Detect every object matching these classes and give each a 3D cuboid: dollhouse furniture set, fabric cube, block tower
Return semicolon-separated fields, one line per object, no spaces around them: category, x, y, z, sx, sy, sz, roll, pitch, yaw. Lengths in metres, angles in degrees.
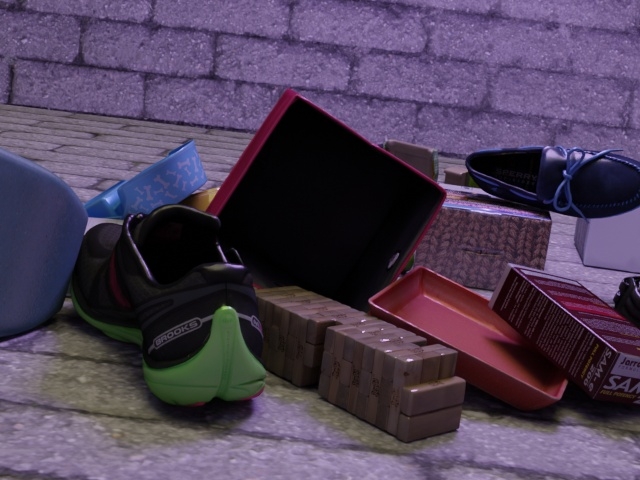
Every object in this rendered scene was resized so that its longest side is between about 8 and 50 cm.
dollhouse furniture set;0.281;-0.101;2.333;0.151;0.197;0.302;-5;17;-40
fabric cube;-0.007;-0.046;1.562;0.259;0.254;0.258;32;5;-9
block tower;0.024;0.136;1.306;0.097;0.090;0.335;-3;16;-42

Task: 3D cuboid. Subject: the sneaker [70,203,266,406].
sneaker;-0.185;0.045;1.353;0.185;0.202;0.483;0;13;-30

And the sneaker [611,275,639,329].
sneaker;0.422;0.109;1.517;0.105;0.146;0.296;-1;13;-27

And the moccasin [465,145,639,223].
moccasin;0.413;-0.103;1.921;0.342;0.137;0.117;2;-8;36

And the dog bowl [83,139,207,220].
dog bowl;-0.314;-0.068;1.812;0.297;0.074;0.166;-25;12;29

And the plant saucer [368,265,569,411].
plant saucer;0.202;0.130;1.410;0.258;0.047;0.259;27;18;14

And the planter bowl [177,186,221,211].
planter bowl;-0.189;-0.040;1.847;0.217;0.090;0.217;-15;-1;0

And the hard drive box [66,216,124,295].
hard drive box;-0.343;0.024;1.650;0.232;0.089;0.181;5;11;-7

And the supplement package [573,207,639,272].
supplement package;0.667;-0.053;2.310;0.199;0.198;0.262;8;12;7

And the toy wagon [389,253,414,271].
toy wagon;0.000;0.000;2.008;0.267;0.068;0.344;1;13;-25

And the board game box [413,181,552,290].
board game box;0.305;-0.009;2.037;0.232;0.141;0.291;8;12;8

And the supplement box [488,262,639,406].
supplement box;0.342;0.122;1.407;0.130;0.073;0.239;12;19;-31

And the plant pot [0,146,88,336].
plant pot;-0.452;-0.007;1.400;0.247;0.247;0.252;15;-1;38
